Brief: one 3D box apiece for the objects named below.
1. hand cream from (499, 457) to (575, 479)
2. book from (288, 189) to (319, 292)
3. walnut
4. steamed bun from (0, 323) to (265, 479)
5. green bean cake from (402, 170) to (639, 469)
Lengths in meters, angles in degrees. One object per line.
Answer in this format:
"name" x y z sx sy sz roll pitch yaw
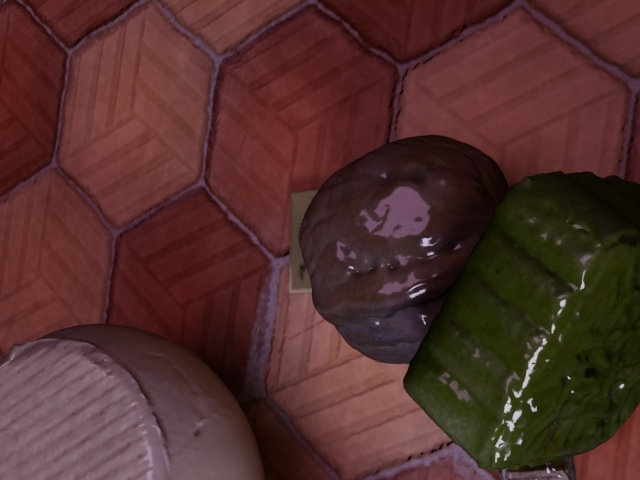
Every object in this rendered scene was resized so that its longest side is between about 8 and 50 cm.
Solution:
"hand cream" 0.195 0.194 1.139 0.075 0.052 0.247 -6 74 10
"book" 0.000 0.000 1.314 0.077 0.014 0.111 -3 83 36
"walnut" 0.093 0.008 1.138 0.224 0.224 0.224 -4 83 36
"steamed bun" -0.209 0.274 1.298 0.374 0.241 0.374 -9 76 39
"green bean cake" 0.202 0.070 1.011 0.125 0.222 0.248 44 115 34
